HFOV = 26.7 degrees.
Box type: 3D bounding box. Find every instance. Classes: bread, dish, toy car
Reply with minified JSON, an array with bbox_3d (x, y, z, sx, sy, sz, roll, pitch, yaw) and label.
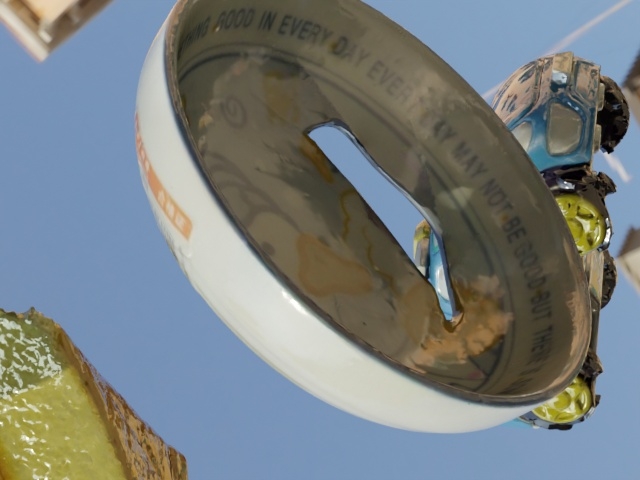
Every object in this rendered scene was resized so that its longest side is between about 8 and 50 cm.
[{"bbox_3d":[-0.295,0.256,1.355,0.362,0.233,0.245,63,-168,-47],"label":"bread"},{"bbox_3d":[0.000,0.000,0.712,0.273,0.134,0.273,28,-141,-26],"label":"dish"},{"bbox_3d":[0.158,-0.003,1.076,0.198,0.166,0.314,-71,-19,-54],"label":"toy car"}]
